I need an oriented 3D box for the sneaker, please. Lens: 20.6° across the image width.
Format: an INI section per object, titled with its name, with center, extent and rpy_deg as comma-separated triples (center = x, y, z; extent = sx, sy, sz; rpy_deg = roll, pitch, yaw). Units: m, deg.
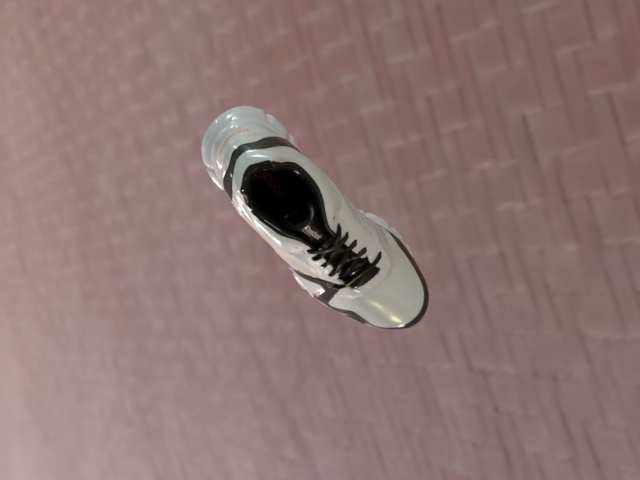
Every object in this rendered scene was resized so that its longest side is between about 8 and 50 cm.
[sneaker]
center = 0.000, 0.000, 0.628
extent = 0.109, 0.040, 0.044
rpy_deg = 42, -173, -26
